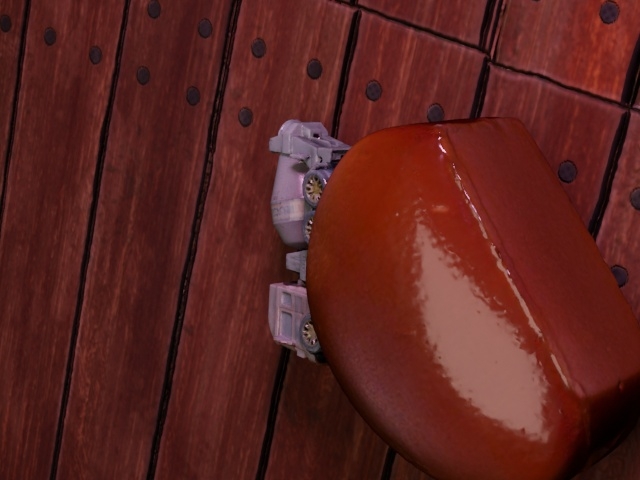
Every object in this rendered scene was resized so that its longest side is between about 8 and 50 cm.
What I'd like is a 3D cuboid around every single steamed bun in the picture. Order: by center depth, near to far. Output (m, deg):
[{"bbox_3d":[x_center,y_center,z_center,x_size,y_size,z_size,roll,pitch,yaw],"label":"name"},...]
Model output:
[{"bbox_3d":[0.138,0.075,1.571,0.248,0.235,0.379,-34,78,34],"label":"steamed bun"}]

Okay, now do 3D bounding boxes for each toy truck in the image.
[{"bbox_3d":[0.000,0.000,1.752,0.140,0.108,0.256,14,106,48],"label":"toy truck"}]
